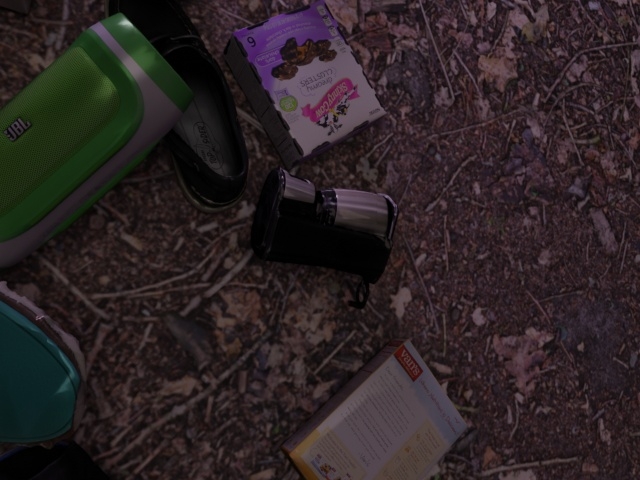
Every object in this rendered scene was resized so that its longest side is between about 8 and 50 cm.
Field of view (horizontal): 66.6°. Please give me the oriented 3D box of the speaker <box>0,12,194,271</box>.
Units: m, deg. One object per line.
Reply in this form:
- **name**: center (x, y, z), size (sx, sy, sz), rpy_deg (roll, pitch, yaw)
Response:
- **speaker**: center (-0.281, -0.098, 0.518), size (0.296, 0.131, 0.131), rpy_deg (-42, 100, -1)

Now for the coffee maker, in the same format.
- **coffee maker**: center (0.000, 0.000, 0.672), size (0.178, 0.120, 0.171), rpy_deg (10, 79, -21)

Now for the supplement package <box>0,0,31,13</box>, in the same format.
- **supplement package**: center (-0.400, -0.453, 0.540), size (0.177, 0.175, 0.293), rpy_deg (11, 78, -19)

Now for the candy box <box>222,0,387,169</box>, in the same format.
- **candy box**: center (-0.021, -0.231, 0.725), size (0.165, 0.070, 0.196), rpy_deg (-32, 94, -24)

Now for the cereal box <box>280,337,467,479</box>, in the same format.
- **cereal box**: center (0.085, 0.282, 0.703), size (0.240, 0.047, 0.173), rpy_deg (-37, 97, -24)

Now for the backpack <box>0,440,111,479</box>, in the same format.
- **backpack**: center (-0.295, 0.330, 0.432), size (0.276, 0.213, 0.263), rpy_deg (62, 27, -7)

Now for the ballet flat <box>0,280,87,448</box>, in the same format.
- **ballet flat**: center (-0.412, 0.069, 0.473), size (0.409, 0.147, 0.147), rpy_deg (27, 72, -12)

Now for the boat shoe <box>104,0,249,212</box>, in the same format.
- **boat shoe**: center (-0.181, -0.205, 0.629), size (0.127, 0.113, 0.340), rpy_deg (-18, 89, -24)
